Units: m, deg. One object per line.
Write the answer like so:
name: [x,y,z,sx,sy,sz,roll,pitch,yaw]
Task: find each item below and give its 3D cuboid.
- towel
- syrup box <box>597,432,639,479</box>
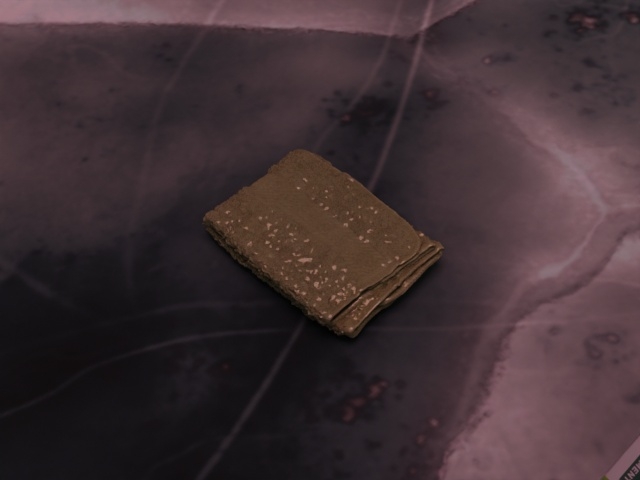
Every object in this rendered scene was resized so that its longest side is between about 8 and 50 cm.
towel: [0.000,0.000,1.068,0.148,0.027,0.110,37,59,28]
syrup box: [0.267,0.188,0.824,0.096,0.093,0.237,14,29,-47]
